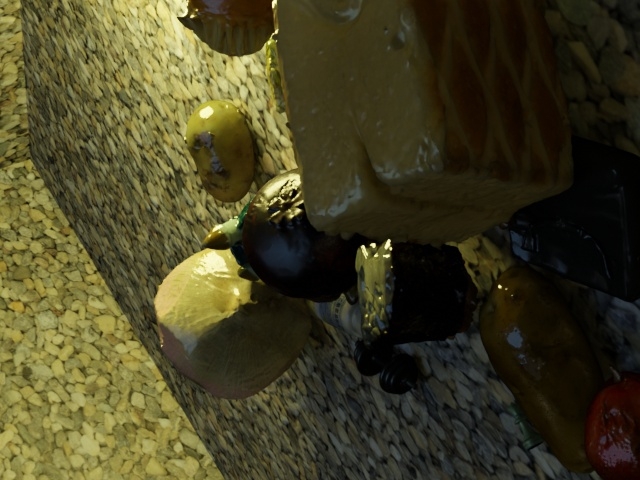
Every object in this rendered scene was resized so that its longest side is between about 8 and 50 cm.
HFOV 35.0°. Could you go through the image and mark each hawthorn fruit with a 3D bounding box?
[{"bbox_3d":[0.487,0.294,1.543,0.173,0.174,0.179,28,112,51],"label":"hawthorn fruit"}]

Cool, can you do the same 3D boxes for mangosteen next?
[{"bbox_3d":[-0.006,-0.014,2.096,0.297,0.293,0.297,-5,81,35],"label":"mangosteen"}]

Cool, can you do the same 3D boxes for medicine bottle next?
[{"bbox_3d":[0.074,0.157,2.253,0.187,0.103,0.102,21,128,56],"label":"medicine bottle"}]

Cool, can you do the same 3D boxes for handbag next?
[{"bbox_3d":[0.389,-0.048,1.553,0.275,0.088,0.244,23,130,52],"label":"handbag"}]

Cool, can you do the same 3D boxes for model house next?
[{"bbox_3d":[-0.128,-0.005,2.305,0.184,0.291,0.253,67,153,12],"label":"model house"}]

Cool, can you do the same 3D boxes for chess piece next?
[{"bbox_3d":[0.383,0.346,1.912,0.093,0.042,0.042,63,153,24],"label":"chess piece"}]

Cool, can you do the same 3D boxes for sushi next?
[{"bbox_3d":[0.173,0.075,1.857,0.348,0.208,0.234,124,143,-80],"label":"sushi"}]

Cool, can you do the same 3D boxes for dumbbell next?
[{"bbox_3d":[0.142,0.271,2.219,0.208,0.099,0.099,34,138,47],"label":"dumbbell"}]

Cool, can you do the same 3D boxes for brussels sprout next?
[{"bbox_3d":[-0.072,-0.364,2.143,0.139,0.101,0.181,28,135,65],"label":"brussels sprout"}]

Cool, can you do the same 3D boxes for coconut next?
[{"bbox_3d":[-0.213,0.192,2.500,0.404,0.405,0.404,41,143,41],"label":"coconut"}]

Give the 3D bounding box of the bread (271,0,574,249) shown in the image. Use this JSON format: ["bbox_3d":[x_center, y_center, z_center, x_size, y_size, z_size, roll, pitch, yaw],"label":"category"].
[{"bbox_3d":[0.155,-0.206,1.421,0.279,0.371,0.390,-17,74,43],"label":"bread"}]

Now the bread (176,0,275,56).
[{"bbox_3d":[-0.122,-0.522,1.868,0.183,0.236,0.388,105,174,-60],"label":"bread"}]

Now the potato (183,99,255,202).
[{"bbox_3d":[-0.237,-0.215,2.493,0.165,0.165,0.262,20,133,55],"label":"potato"}]

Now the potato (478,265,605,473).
[{"bbox_3d":[0.381,0.222,1.700,0.195,0.176,0.369,-25,92,38],"label":"potato"}]

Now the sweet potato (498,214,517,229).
[{"bbox_3d":[0.215,-0.114,1.714,0.346,0.079,0.108,30,126,51],"label":"sweet potato"}]

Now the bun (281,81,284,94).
[{"bbox_3d":[0.055,-0.303,1.822,0.365,0.219,0.365,39,143,38],"label":"bun"}]
